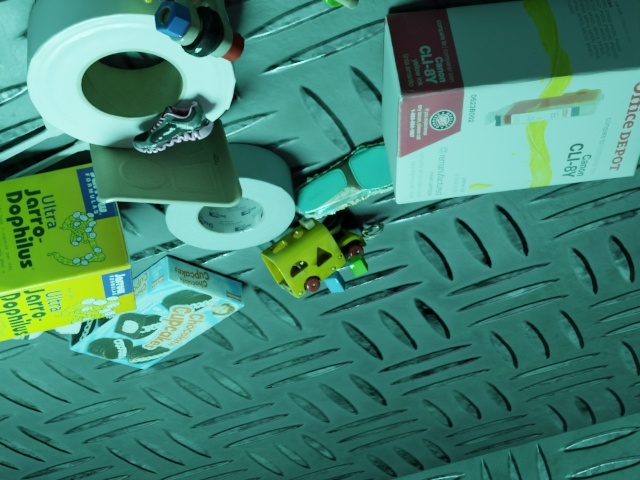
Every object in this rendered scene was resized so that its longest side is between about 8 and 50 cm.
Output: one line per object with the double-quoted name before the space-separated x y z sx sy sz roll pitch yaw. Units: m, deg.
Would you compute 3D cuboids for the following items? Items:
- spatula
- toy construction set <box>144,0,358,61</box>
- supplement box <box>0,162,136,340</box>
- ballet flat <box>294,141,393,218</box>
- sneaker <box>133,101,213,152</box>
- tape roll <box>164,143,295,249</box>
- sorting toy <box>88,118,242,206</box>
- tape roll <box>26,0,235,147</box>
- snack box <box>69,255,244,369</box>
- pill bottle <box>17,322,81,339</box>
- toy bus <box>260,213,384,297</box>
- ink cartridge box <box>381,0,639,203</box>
"spatula" -0.417 -0.136 1.787 0.242 0.019 0.168 -21 151 21
"toy construction set" -0.108 -0.371 1.363 0.309 0.237 0.257 -8 122 -33
"supplement box" -0.489 0.032 1.793 0.356 0.195 0.194 -13 157 -12
"ballet flat" 0.064 -0.106 1.901 0.241 0.091 0.077 -20 177 25
"sneaker" -0.212 -0.162 1.584 0.119 0.047 0.057 -16 125 12
"tape roll" -0.153 -0.070 1.898 0.219 0.072 0.219 -6 149 -4
"sorting toy" -0.235 -0.116 1.679 0.208 0.193 0.038 -1 135 -20
"tape roll" -0.260 -0.249 1.561 0.286 0.100 0.286 -6 147 -4
"snack box" -0.324 0.149 2.219 0.187 0.060 0.322 22 137 -40
"pill bottle" -0.562 0.093 1.981 0.278 0.162 0.162 3 146 -19
"toy bus" -0.007 0.008 2.019 0.191 0.202 0.104 -18 117 27
"ink cartridge box" 0.292 -0.211 1.689 0.384 0.160 0.279 -7 148 -2
